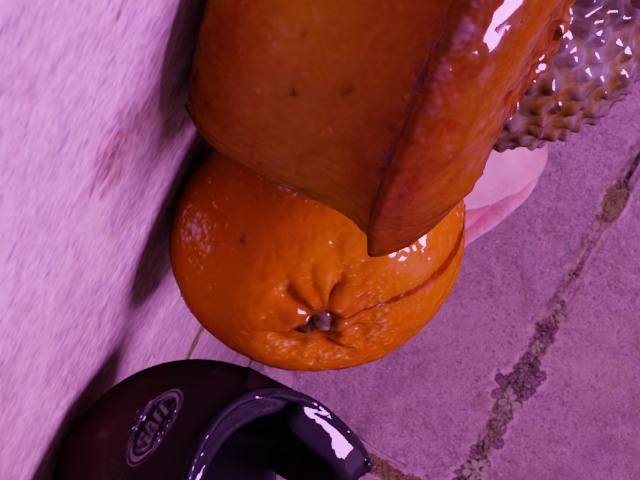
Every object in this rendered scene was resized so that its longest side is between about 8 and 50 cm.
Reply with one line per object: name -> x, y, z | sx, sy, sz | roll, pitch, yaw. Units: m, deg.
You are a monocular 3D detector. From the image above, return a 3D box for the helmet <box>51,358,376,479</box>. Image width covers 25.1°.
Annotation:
helmet -> -0.083, 0.178, 0.957 | 0.216, 0.193, 0.189 | 94, 23, -52

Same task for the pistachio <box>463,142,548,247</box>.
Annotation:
pistachio -> 0.087, -0.088, 1.333 | 0.309, 0.230, 0.230 | -48, 167, -45

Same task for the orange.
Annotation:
orange -> 0.000, 0.000, 0.924 | 0.193, 0.193, 0.161 | 114, -32, -42

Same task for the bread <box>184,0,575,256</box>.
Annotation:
bread -> 0.050, -0.150, 0.751 | 0.312, 0.172, 0.312 | 22, 90, -89

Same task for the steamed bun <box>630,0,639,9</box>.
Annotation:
steamed bun -> 0.343, -0.216, 0.763 | 0.374, 0.241, 0.374 | -42, 172, -7

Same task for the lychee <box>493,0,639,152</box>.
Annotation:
lychee -> 0.131, -0.188, 1.034 | 0.255, 0.255, 0.274 | -65, 175, 19
